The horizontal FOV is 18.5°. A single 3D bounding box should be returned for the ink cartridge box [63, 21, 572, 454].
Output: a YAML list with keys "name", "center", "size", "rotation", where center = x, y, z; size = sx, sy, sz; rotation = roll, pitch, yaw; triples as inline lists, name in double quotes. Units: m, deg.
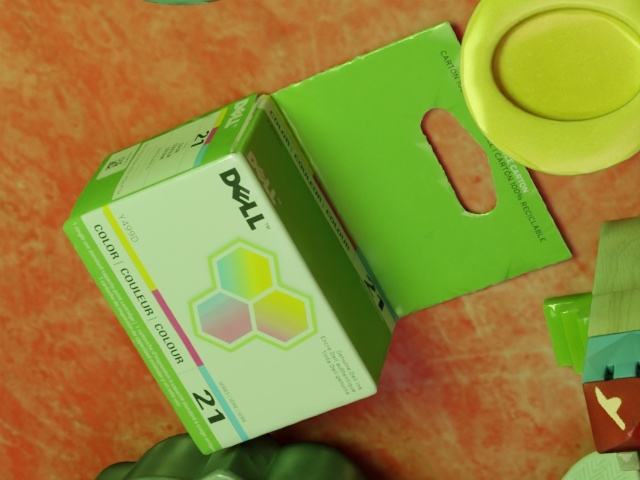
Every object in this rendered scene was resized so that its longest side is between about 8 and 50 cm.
- name: "ink cartridge box"
  center: [0.000, 0.000, 1.233]
  size: [0.255, 0.097, 0.189]
  rotation: [-21, 112, 23]

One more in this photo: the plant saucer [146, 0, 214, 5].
- name: "plant saucer"
  center: [-0.097, -0.224, 1.167]
  size: [0.195, 0.037, 0.195]
  rotation: [6, 119, 10]

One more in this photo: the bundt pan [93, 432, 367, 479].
- name: "bundt pan"
  center: [-0.045, 0.265, 1.371]
  size: [0.331, 0.124, 0.331]
  rotation: [6, 119, 10]

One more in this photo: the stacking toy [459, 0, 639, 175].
- name: "stacking toy"
  center: [0.235, -0.180, 1.109]
  size: [0.309, 0.130, 0.279]
  rotation: [-2, 91, 10]

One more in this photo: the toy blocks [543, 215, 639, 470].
- name: "toy blocks"
  center: [0.301, 0.069, 1.111]
  size: [0.381, 0.261, 0.190]
  rotation: [-8, 116, 17]

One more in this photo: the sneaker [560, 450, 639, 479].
- name: "sneaker"
  center: [0.182, 0.300, 1.275]
  size: [0.169, 0.108, 0.292]
  rotation: [32, 83, -34]
